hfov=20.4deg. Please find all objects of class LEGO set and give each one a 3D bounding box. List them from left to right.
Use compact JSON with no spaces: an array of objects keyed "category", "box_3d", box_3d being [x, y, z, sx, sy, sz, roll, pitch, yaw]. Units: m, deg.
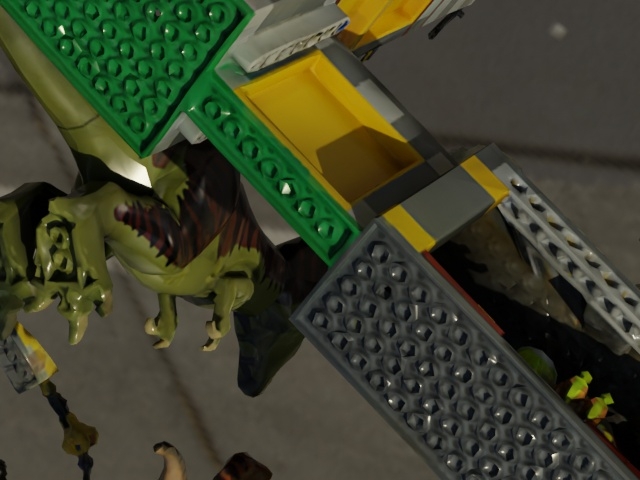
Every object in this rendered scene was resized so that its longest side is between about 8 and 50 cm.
[{"category":"LEGO set","box_3d":[0.000,0.000,0.490,0.331,0.192,0.255,41,126,13]}]

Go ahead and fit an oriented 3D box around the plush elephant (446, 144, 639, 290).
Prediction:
[{"category":"plush elephant","box_3d":[0.142,0.123,0.602,0.330,0.272,0.255,44,147,-7]}]
